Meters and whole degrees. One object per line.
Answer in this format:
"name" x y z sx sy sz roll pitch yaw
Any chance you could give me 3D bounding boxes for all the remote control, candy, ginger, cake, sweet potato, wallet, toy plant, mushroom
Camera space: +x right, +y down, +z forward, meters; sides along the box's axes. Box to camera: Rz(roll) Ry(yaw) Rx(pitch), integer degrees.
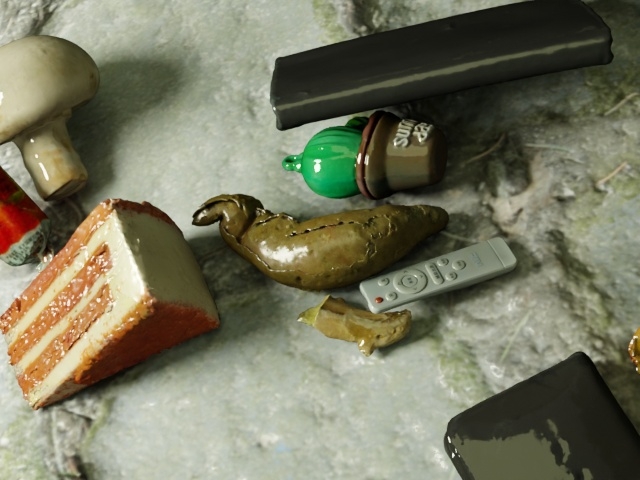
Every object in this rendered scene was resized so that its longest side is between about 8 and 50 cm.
"remote control" 0.138 0.044 1.224 0.184 0.027 0.050 -17 46 -10
"candy" -0.413 -0.047 1.311 0.086 0.292 0.059 -35 11 34
"ginger" 0.036 0.095 1.219 0.137 0.044 0.057 12 40 14
"cake" -0.270 0.074 1.219 0.262 0.159 0.158 -27 63 -3
"sweet potato" -0.002 0.003 1.248 0.310 0.098 0.124 0 54 7
"wallet" 0.282 0.303 1.054 0.197 0.051 0.377 -26 61 -8
"toy plant" 0.053 -0.108 1.291 0.200 0.105 0.143 5 38 20
"wallet" 0.139 -0.224 1.311 0.406 0.062 0.228 -12 25 4
"mushroom" -0.367 -0.173 1.368 0.209 0.206 0.206 34 70 -3

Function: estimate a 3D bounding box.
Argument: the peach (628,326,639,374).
"peach" 0.384 0.123 1.128 0.098 0.061 0.098 -4 79 23
